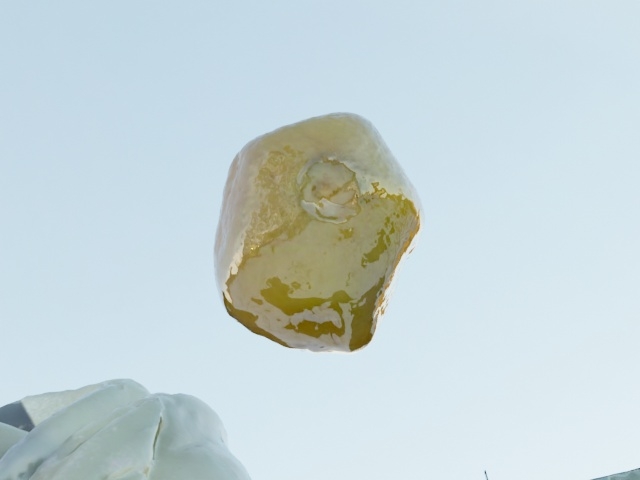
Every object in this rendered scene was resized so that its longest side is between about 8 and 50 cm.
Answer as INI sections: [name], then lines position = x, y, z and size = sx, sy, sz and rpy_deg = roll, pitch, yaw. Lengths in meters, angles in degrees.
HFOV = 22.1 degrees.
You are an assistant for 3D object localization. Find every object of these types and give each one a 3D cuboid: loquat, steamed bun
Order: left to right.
[steamed bun]
position = -0.226, 0.232, 1.140
size = 0.237, 0.346, 0.394
rpy_deg = 44, -52, -12
[loquat]
position = 0.000, 0.000, 0.881
size = 0.113, 0.137, 0.137
rpy_deg = -1, -27, 3

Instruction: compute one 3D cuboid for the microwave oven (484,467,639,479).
[microwave oven]
position = 0.205, 0.294, 1.016
size = 0.218, 0.286, 0.355
rpy_deg = -12, -22, -11
